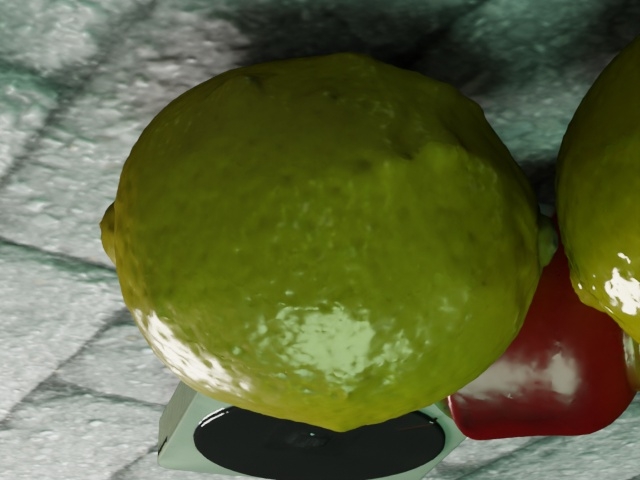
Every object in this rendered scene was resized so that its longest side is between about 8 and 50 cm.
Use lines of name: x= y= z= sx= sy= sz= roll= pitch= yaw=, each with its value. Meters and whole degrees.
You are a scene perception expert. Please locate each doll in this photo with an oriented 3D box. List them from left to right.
doll: x=0.147 y=0.060 z=1.094 sx=0.363 sy=0.160 sz=0.182 roll=-3 pitch=141 yaw=19

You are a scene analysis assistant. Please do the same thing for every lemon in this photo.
lemon: x=0.000 y=0.000 z=0.942 sx=0.288 sy=0.233 sz=0.233 roll=5 pitch=154 yaw=12
lemon: x=0.263 y=-0.035 z=0.861 sx=0.263 sy=0.236 sz=0.236 roll=-8 pitch=152 yaw=12

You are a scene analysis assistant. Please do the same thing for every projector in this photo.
projector: x=-0.001 y=0.151 z=1.393 sx=0.259 sy=0.079 sz=0.257 roll=8 pitch=152 yaw=-14
